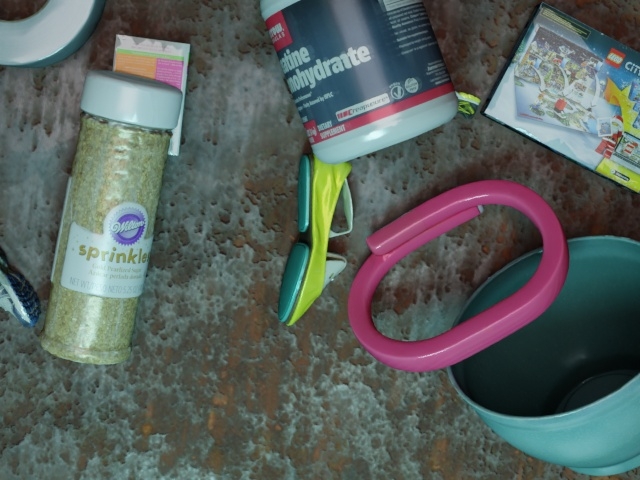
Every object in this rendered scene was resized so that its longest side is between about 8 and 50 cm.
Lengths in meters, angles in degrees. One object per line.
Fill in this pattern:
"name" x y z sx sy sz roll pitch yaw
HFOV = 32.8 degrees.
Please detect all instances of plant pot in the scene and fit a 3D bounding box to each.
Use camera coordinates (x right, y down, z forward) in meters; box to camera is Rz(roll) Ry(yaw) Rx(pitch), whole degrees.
"plant pot" 0.328 0.164 1.337 0.293 0.293 0.196 -33 121 2

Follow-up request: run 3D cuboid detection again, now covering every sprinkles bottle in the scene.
"sprinkles bottle" -0.263 -0.029 1.358 0.121 0.121 0.355 12 101 -2

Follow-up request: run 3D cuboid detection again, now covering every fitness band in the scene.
"fitness band" 0.167 0.044 1.357 0.291 0.054 0.209 -30 53 5

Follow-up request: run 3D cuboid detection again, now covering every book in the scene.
"book" -0.222 -0.187 1.405 0.096 0.035 0.144 8 96 -2

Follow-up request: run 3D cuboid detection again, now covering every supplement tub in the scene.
"supplement tub" 0.040 -0.246 1.322 0.191 0.191 0.272 -21 95 1

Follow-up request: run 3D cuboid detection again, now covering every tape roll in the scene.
"tape roll" -0.383 -0.329 1.371 0.219 0.072 0.219 0 95 0

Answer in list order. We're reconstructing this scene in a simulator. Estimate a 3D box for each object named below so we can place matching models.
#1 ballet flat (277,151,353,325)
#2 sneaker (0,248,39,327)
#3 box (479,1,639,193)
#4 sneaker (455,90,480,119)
"ballet flat" 0.000 0.000 1.406 0.077 0.077 0.231 7 93 -18
"sneaker" -0.421 0.063 1.421 0.058 0.052 0.135 -37 87 12
"box" 0.347 -0.182 1.404 0.233 0.044 0.159 27 94 -3
"sneaker" 0.165 -0.179 1.409 0.083 0.031 0.035 13 95 -2
